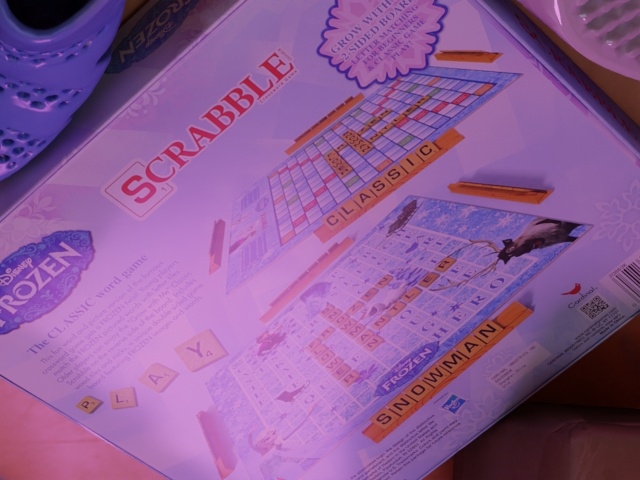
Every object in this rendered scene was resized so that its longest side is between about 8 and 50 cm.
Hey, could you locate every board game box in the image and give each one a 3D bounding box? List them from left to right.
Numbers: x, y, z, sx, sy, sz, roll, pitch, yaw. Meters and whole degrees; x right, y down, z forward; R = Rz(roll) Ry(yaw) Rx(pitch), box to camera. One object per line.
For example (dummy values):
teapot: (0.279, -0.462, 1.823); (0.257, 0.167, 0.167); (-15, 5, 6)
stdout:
board game box: (0.000, 0.000, 0.928); (0.319, 0.066, 0.318); (-39, 127, 16)

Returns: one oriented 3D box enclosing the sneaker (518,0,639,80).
sneaker: (0.186, -0.132, 0.842); (0.135, 0.150, 0.366); (-49, 142, 14)

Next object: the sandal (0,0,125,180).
sandal: (-0.121, -0.127, 0.732); (0.126, 0.138, 0.317); (16, 134, -18)

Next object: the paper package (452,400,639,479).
paper package: (0.232, 0.259, 1.037); (0.310, 0.168, 0.324); (3, 90, -15)
